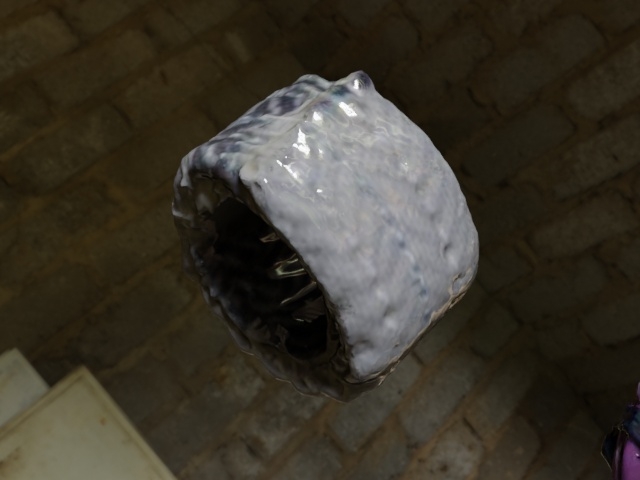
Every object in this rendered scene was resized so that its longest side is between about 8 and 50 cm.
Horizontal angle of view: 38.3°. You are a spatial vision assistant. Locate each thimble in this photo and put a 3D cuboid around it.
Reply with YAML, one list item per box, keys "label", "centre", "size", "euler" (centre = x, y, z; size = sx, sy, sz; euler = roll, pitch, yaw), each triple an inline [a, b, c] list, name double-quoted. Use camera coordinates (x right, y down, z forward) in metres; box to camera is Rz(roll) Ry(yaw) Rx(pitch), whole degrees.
- label: "thimble"
  centre: [0.000, 0.000, 0.745]
  size: [0.217, 0.245, 0.157]
  euler: [15, 45, 39]

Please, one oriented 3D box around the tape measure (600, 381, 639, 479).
- label: "tape measure"
  centre: [0.318, 0.185, 0.617]
  size: [0.232, 0.149, 0.245]
  euler: [-26, 44, 18]
